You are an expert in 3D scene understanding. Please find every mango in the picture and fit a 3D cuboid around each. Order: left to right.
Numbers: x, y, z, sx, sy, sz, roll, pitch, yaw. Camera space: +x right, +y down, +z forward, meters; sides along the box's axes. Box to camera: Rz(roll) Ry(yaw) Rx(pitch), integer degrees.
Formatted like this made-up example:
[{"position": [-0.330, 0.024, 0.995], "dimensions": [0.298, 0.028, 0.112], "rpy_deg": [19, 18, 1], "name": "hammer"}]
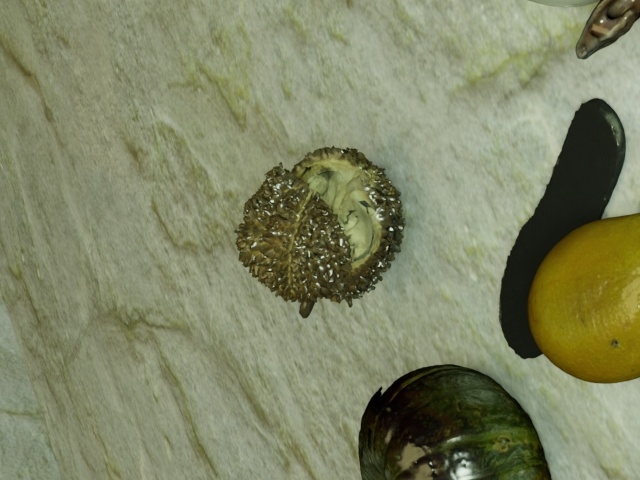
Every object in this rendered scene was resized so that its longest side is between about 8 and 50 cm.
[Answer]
[{"position": [0.248, 0.042, 1.450], "dimensions": [0.227, 0.099, 0.136], "rpy_deg": [-40, 55, 54], "name": "mango"}]

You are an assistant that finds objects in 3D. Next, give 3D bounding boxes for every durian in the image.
[{"position": [0.000, 0.000, 1.888], "dimensions": [0.167, 0.196, 0.196], "rpy_deg": [49, 142, 48], "name": "durian"}]

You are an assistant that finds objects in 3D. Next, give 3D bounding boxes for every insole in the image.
[{"position": [0.214, -0.002, 1.608], "dimensions": [0.309, 0.012, 0.110], "rpy_deg": [103, 149, -42], "name": "insole"}]

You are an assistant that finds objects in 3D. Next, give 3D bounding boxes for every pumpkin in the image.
[{"position": [0.120, 0.234, 1.733], "dimensions": [0.238, 0.159, 0.238], "rpy_deg": [41, 139, 51], "name": "pumpkin"}]

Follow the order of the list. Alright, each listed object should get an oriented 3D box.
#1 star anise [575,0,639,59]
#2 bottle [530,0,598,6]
[{"position": [0.248, -0.218, 1.306], "dimensions": [0.209, 0.089, 0.231], "rpy_deg": [-42, 79, 39], "name": "star anise"}, {"position": [0.201, -0.307, 1.395], "dimensions": [0.110, 0.110, 0.233], "rpy_deg": [-124, 32, -45], "name": "bottle"}]
